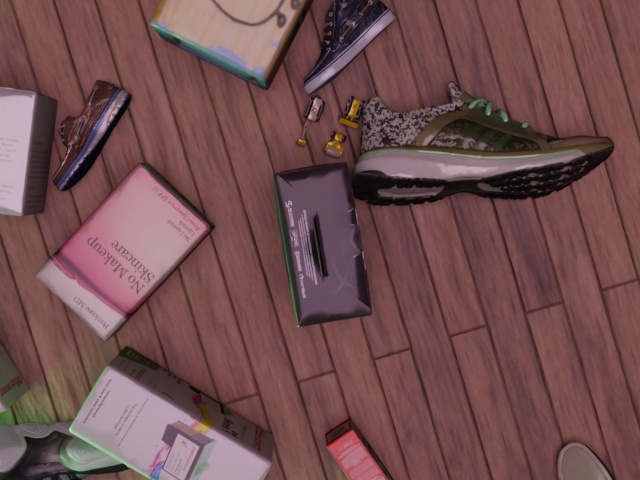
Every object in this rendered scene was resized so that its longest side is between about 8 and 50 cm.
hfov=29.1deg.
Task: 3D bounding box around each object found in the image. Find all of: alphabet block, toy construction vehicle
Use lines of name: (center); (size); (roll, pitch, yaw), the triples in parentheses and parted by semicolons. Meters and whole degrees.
alphabet block: (-0.118, -0.353, 1.814); (0.192, 0.193, 0.197); (26, 92, -4)
toy construction vehicle: (0.014, -0.183, 1.908); (0.086, 0.035, 0.098); (17, 95, -13)

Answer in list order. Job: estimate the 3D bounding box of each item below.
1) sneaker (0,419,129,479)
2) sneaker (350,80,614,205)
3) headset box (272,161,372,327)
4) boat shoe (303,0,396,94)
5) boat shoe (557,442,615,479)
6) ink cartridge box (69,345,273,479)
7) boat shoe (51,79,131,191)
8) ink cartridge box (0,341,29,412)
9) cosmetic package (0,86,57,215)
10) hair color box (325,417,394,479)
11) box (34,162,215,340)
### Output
sneaker: (-0.415, 0.363, 1.895); (0.269, 0.101, 0.153); (3, 114, -18)
sneaker: (0.241, -0.163, 1.867); (0.411, 0.158, 0.182); (-3, 75, -6)
headset box: (0.000, 0.000, 1.783); (0.110, 0.293, 0.218); (-9, 94, -1)
boat shoe: (0.023, -0.308, 1.886); (0.183, 0.065, 0.083); (-44, 92, -6)
boat shoe: (0.446, 0.422, 1.930); (0.084, 0.079, 0.233); (-34, 79, 17)
ink cartridge box: (-0.212, 0.288, 1.838); (0.278, 0.201, 0.117); (32, 92, -3)
boat shoe: (-0.363, -0.161, 1.885); (0.066, 0.066, 0.183); (32, 82, 2)
ink cartridge box: (-0.578, 0.183, 1.839); (0.168, 0.171, 0.232); (-31, 93, 0)
cosmetic package: (-0.489, -0.136, 1.835); (0.152, 0.151, 0.183); (7, 92, -1)
hair color box: (0.075, 0.362, 1.904); (0.053, 0.093, 0.167); (-33, 94, 1)
box: (-0.291, 0.014, 1.860); (0.148, 0.127, 0.232); (43, 91, -3)
